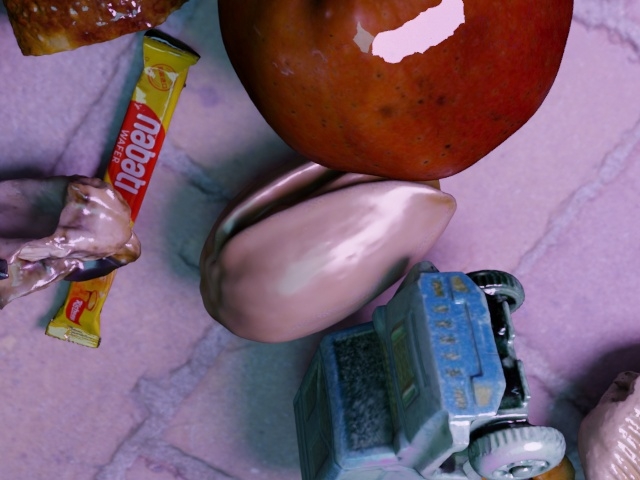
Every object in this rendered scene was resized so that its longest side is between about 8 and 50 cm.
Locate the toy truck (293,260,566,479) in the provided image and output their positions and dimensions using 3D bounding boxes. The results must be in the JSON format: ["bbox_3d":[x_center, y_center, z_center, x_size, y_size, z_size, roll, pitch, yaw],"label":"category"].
[{"bbox_3d":[0.072,0.141,0.722,0.156,0.155,0.279,0,148,-13],"label":"toy truck"}]

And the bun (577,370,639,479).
[{"bbox_3d":[0.319,0.185,0.819,0.178,0.128,0.193,-32,102,13],"label":"bun"}]

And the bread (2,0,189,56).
[{"bbox_3d":[-0.171,-0.222,0.604,0.132,0.103,0.172,-12,119,8],"label":"bread"}]

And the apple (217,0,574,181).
[{"bbox_3d":[0.050,-0.147,0.582,0.234,0.234,0.234,-1,117,-2],"label":"apple"}]

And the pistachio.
[{"bbox_3d":[0.000,0.000,0.710,0.215,0.144,0.144,-26,115,6],"label":"pistachio"}]

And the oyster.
[{"bbox_3d":[-0.312,0.007,0.687,0.337,0.133,0.197,-8,140,6],"label":"oyster"}]

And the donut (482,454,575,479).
[{"bbox_3d":[0.188,0.224,0.877,0.097,0.043,0.108,40,110,-20],"label":"donut"}]

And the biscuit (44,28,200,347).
[{"bbox_3d":[-0.166,-0.033,0.744,0.048,0.026,0.292,22,114,-5],"label":"biscuit"}]
